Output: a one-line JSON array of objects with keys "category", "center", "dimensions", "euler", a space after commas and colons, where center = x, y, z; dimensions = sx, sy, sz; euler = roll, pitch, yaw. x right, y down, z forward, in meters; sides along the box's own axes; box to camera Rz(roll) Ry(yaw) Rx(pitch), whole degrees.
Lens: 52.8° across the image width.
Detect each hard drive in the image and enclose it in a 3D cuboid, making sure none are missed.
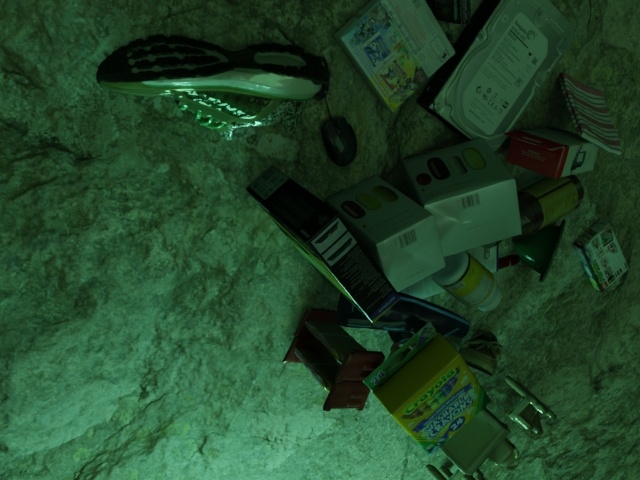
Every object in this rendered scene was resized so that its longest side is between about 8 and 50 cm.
[{"category": "hard drive", "center": [0.397, -0.385, 1.433], "dimensions": [0.237, 0.064, 0.339], "euler": [29, 98, -34]}]

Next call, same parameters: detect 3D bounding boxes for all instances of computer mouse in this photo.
[{"category": "computer mouse", "center": [0.027, -0.259, 1.327], "dimensions": [0.071, 0.041, 0.242], "euler": [-27, 122, -11]}]

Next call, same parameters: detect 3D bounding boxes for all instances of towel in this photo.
[{"category": "towel", "center": [0.640, -0.301, 1.526], "dimensions": [0.144, 0.197, 0.029], "euler": [14, 144, -28]}]

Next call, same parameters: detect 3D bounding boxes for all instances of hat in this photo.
[{"category": "hat", "center": [0.525, 0.005, 1.702], "dimensions": [0.208, 0.184, 0.173], "euler": [-48, 154, -52]}]

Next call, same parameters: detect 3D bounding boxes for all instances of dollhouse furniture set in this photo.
[{"category": "dollhouse furniture set", "center": [0.421, 0.521, 1.828], "dimensions": [0.362, 0.256, 0.394], "euler": [-49, 145, 3]}, {"category": "dollhouse furniture set", "center": [0.129, 0.293, 1.555], "dimensions": [0.374, 0.201, 0.152], "euler": [12, 108, -36]}]

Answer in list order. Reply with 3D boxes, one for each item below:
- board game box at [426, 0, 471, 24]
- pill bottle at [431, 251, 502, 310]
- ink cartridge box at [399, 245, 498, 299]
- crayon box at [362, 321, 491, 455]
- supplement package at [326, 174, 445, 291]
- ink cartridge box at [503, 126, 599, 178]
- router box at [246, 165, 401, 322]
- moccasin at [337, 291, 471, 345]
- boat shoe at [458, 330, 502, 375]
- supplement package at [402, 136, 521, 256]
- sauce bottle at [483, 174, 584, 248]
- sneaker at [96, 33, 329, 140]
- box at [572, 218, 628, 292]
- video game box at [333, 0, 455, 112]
[{"category": "board game box", "center": [0.245, -0.523, 1.254], "dimensions": [0.026, 0.126, 0.186], "euler": [-19, 121, -17]}, {"category": "pill bottle", "center": [0.354, 0.097, 1.544], "dimensions": [0.184, 0.103, 0.103], "euler": [35, 95, -34]}, {"category": "ink cartridge box", "center": [0.266, 0.047, 1.575], "dimensions": [0.371, 0.069, 0.175], "euler": [-16, 119, -15]}, {"category": "crayon box", "center": [0.253, 0.350, 1.481], "dimensions": [0.203, 0.083, 0.323], "euler": [-41, 133, -3]}, {"category": "supplement package", "center": [0.132, -0.019, 1.370], "dimensions": [0.139, 0.244, 0.134], "euler": [-27, 123, -13]}, {"category": "ink cartridge box", "center": [0.532, -0.206, 1.502], "dimensions": [0.231, 0.134, 0.078], "euler": [-13, 121, -40]}, {"category": "router box", "center": [0.000, 0.000, 1.277], "dimensions": [0.081, 0.309, 0.243], "euler": [-42, 124, -5]}, {"category": "moccasin", "center": [0.185, 0.183, 1.499], "dimensions": [0.342, 0.138, 0.116], "euler": [17, 92, -18]}, {"category": "boat shoe", "center": [0.417, 0.284, 1.679], "dimensions": [0.105, 0.285, 0.089], "euler": [25, 93, 12]}, {"category": "supplement package", "center": [0.304, -0.096, 1.408], "dimensions": [0.194, 0.203, 0.149], "euler": [-16, 124, 3]}, {"category": "sauce bottle", "center": [0.497, -0.072, 1.551], "dimensions": [0.344, 0.111, 0.111], "euler": [-22, 122, -33]}, {"category": "sneaker", "center": [-0.192, -0.254, 1.176], "dimensions": [0.410, 0.158, 0.182], "euler": [-1, 131, -20]}, {"category": "box", "center": [0.807, 0.046, 1.850], "dimensions": [0.114, 0.036, 0.207], "euler": [-41, 124, -3]}, {"category": "video game box", "center": [0.155, -0.400, 1.317], "dimensions": [0.187, 0.048, 0.205], "euler": [-44, 124, -3]}]
